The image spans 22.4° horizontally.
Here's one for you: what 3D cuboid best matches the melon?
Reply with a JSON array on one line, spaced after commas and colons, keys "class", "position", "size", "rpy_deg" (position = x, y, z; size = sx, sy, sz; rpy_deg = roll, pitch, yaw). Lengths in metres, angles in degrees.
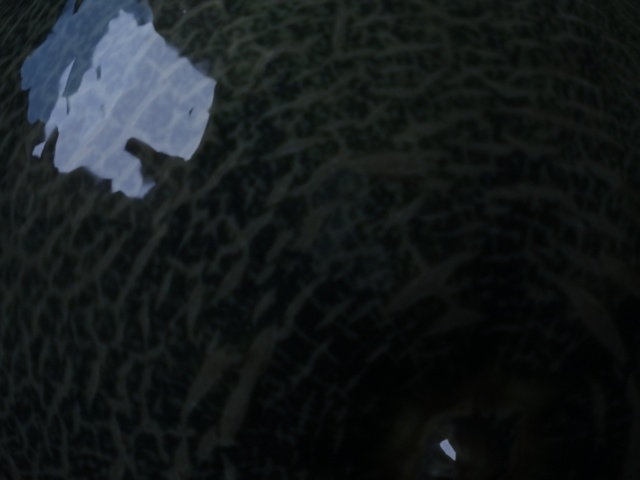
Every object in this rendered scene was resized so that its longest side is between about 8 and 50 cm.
[{"class": "melon", "position": [0.000, 0.000, 0.484], "size": [0.248, 0.248, 0.329], "rpy_deg": [-48, 18, 8]}]
